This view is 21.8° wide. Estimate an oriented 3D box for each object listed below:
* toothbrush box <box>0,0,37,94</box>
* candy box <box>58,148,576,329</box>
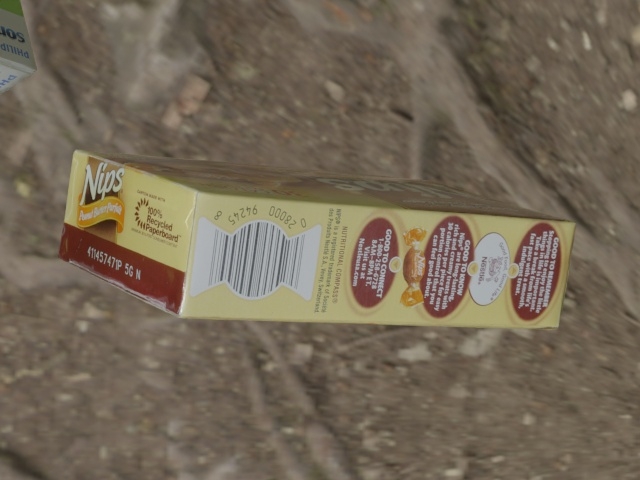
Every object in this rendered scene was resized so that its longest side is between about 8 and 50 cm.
[{"bbox_3d":[-0.411,-0.250,1.592,0.206,0.122,0.283,-26,70,27],"label":"toothbrush box"},{"bbox_3d":[0.000,0.000,1.169,0.183,0.316,0.087,21,103,55],"label":"candy box"}]
